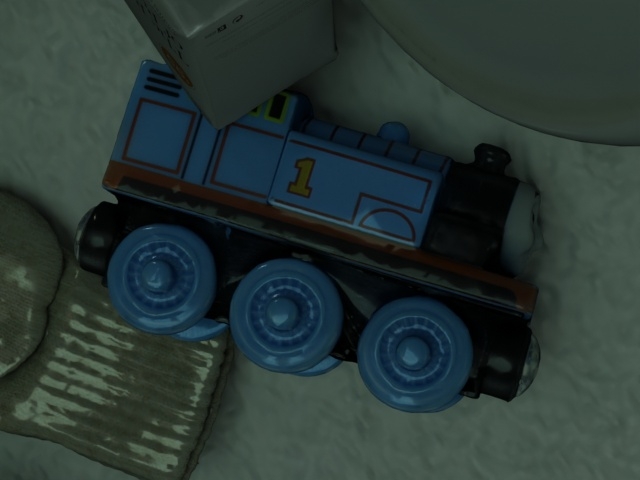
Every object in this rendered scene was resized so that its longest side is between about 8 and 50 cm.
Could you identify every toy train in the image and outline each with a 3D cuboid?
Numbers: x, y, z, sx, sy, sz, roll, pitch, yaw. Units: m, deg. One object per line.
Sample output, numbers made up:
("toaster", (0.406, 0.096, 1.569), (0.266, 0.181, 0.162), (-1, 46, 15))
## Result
("toy train", (0.000, 0.000, 0.624), (0.184, 0.080, 0.105), (16, 87, 9))

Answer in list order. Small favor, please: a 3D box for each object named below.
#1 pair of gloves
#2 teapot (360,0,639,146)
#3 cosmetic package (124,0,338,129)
("pair of gloves", (-0.168, 0.096, 0.685), (0.204, 0.042, 0.240), (28, 88, 16))
("teapot", (0.115, -0.165, 0.508), (0.252, 0.187, 0.256), (20, 127, 41))
("cosmetic package", (-0.082, -0.160, 0.580), (0.060, 0.099, 0.239), (-33, 77, -4))
